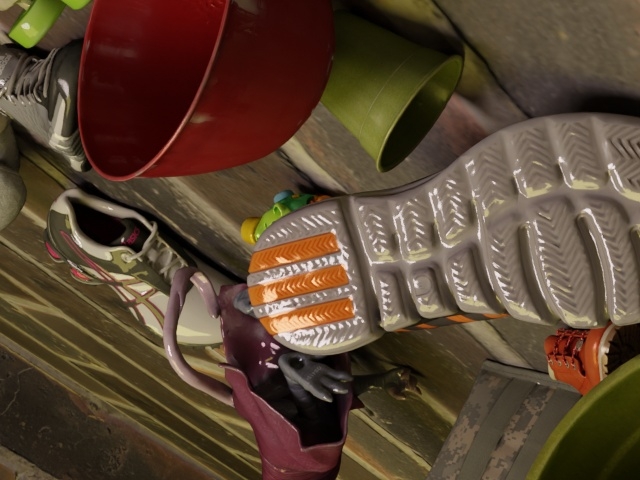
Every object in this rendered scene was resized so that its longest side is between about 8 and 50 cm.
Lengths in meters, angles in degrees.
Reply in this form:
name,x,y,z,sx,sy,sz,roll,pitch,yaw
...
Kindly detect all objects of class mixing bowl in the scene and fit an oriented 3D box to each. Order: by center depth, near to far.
name,x,y,z,sx,sy,sz,roll,pitch,yaw
mixing bowl,-0.055,-0.112,0.689,0.098,0.181,0.181,13,173,-33

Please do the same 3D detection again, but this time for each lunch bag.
name,x,y,z,sx,sy,sz,roll,pitch,yaw
lunch bag,0.244,0.266,1.142,0.287,0.235,0.169,10,152,45

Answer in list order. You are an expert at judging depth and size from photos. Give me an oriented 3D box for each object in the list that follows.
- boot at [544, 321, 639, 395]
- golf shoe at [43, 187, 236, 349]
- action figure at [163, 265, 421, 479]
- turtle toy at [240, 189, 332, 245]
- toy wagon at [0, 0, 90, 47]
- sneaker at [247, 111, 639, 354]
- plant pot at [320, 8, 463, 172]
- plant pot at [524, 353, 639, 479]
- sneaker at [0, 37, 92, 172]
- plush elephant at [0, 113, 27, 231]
name,x,y,z,sx,sy,sz,roll,pitch,yaw
boot,0.221,0.097,1.008,0.084,0.059,0.158,26,164,23
golf shoe,-0.196,0.035,1.395,0.272,0.105,0.120,28,156,0
action figure,-0.035,0.228,1.368,0.275,0.248,0.370,7,140,8
turtle toy,0.000,0.000,1.047,0.095,0.066,0.130,12,157,42
toy wagon,-0.243,-0.241,0.739,0.267,0.068,0.344,35,161,-22
sneaker,0.125,-0.009,0.774,0.321,0.125,0.180,-8,-178,27
plant pot,0.030,-0.097,0.729,0.079,0.083,0.083,38,165,14
plant pot,0.379,0.283,0.884,0.366,0.367,0.353,11,168,44
sneaker,-0.243,-0.131,1.023,0.132,0.086,0.229,31,164,-2
plush elephant,-0.466,-0.034,1.343,0.271,0.255,0.330,24,162,14
